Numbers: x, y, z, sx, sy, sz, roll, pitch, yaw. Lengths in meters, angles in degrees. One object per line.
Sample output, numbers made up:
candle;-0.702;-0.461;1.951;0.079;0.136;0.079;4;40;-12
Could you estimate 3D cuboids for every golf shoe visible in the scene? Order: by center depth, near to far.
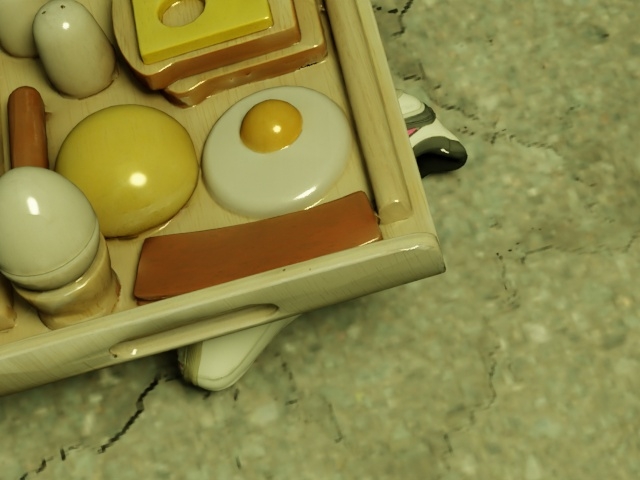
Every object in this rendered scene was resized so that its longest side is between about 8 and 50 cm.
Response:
golf shoe;0.000;0.000;0.841;0.086;0.067;0.186;30;71;12

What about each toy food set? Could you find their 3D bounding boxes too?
toy food set;-0.080;-0.076;0.811;0.219;0.092;0.306;-16;51;5
